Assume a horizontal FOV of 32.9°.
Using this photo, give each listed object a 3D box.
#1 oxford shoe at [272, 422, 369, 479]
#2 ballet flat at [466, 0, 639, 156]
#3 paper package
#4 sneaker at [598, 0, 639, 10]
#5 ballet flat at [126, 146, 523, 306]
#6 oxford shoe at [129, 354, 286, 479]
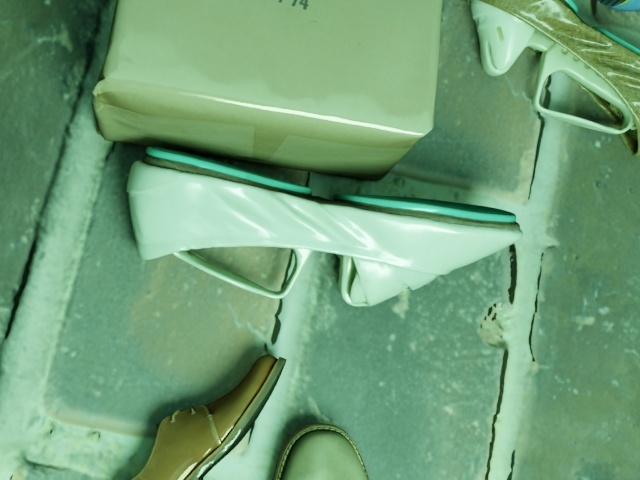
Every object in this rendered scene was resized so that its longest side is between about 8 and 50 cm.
[{"bbox_3d":[0.021,0.344,1.010,0.123,0.130,0.348,-2,78,-13],"label":"oxford shoe"},{"bbox_3d":[0.263,-0.211,1.222,0.342,0.116,0.124,35,91,-7],"label":"ballet flat"},{"bbox_3d":[-0.049,-0.241,1.114,0.325,0.168,0.309,9,76,-10],"label":"paper package"},{"bbox_3d":[0.330,-0.361,1.291,0.082,0.069,0.209,-7,67,-48],"label":"sneaker"},{"bbox_3d":[0.000,0.000,1.102,0.400,0.139,0.139,10,75,-6],"label":"ballet flat"},{"bbox_3d":[-0.114,0.183,1.051,0.076,0.076,0.212,39,71,10],"label":"oxford shoe"}]
